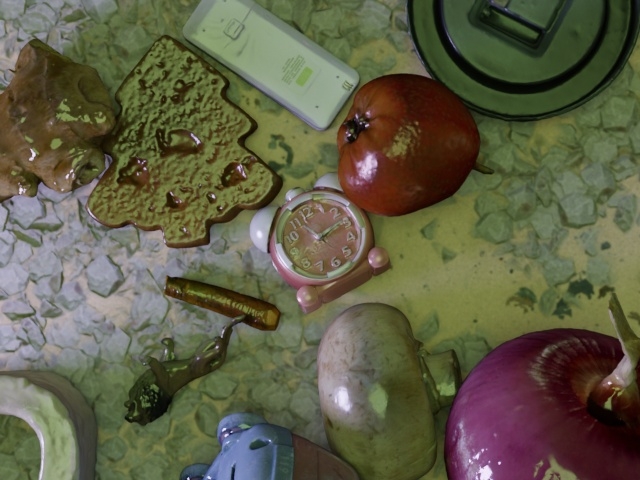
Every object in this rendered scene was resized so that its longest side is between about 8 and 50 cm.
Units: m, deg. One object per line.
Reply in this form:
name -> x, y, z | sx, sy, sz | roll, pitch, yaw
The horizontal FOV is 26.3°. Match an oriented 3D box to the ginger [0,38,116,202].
ginger -> -0.397, -0.133, 1.891 | 0.219, 0.123, 0.270 | 36, 96, 22

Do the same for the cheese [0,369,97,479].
cheese -> -0.462, 0.325, 1.858 | 0.292, 0.153, 0.332 | 21, 88, 3

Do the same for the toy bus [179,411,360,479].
toy bus -> -0.062, 0.380, 1.792 | 0.232, 0.197, 0.294 | 20, 132, -17

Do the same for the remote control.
remote control -> -0.069, -0.259, 1.925 | 0.250, 0.034, 0.103 | 34, 89, 4

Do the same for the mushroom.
mushroom -> 0.094, 0.207, 1.824 | 0.195, 0.189, 0.253 | -11, 90, 4

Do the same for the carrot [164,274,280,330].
carrot -> -0.139, 0.087, 1.913 | 0.171, 0.042, 0.042 | 17, 88, 5

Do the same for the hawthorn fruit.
hawthorn fruit -> 0.137, -0.122, 1.843 | 0.226, 0.196, 0.196 | 13, 88, -24

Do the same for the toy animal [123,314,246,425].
toy animal -> -0.193, 0.165, 1.897 | 0.220, 0.069, 0.086 | -38, 106, 8

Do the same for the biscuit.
biscuit -> -0.194, -0.140, 1.921 | 0.278, 0.043, 0.301 | -3, 86, 4

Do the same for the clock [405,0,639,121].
clock -> 0.278, -0.322, 1.897 | 0.325, 0.067, 0.325 | 0, 88, 2

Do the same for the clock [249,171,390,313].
clock -> 0.000, 0.000, 1.890 | 0.166, 0.093, 0.162 | -29, 78, -3

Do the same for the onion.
onion -> 0.343, 0.268, 1.718 | 0.358, 0.345, 0.358 | 8, 69, -21
